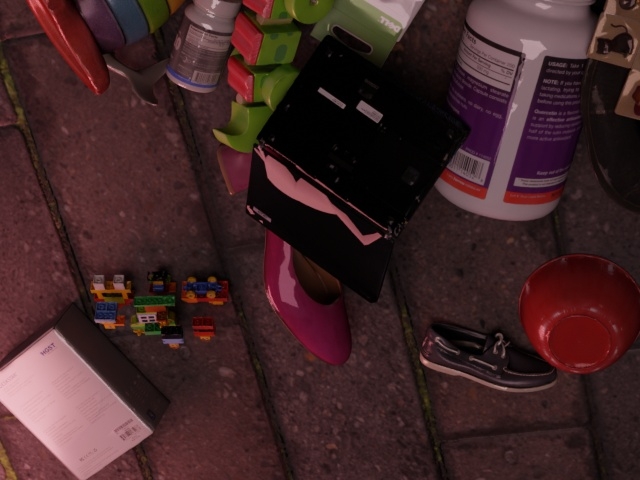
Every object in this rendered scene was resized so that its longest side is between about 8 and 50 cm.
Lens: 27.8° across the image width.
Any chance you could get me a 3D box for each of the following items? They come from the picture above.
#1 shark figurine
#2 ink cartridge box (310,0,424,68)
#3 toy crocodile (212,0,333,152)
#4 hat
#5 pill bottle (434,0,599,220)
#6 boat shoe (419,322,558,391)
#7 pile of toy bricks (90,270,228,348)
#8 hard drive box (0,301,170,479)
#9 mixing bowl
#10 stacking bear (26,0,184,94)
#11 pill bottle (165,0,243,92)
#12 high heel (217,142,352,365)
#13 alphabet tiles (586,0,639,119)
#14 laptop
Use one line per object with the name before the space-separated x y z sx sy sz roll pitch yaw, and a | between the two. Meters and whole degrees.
shark figurine | -0.327 -0.304 1.780 0.166 0.116 0.278 -15 109 21
ink cartridge box | 0.086 -0.335 1.695 0.109 0.062 0.209 31 119 -3
toy crocodile | -0.068 -0.277 1.702 0.115 0.105 0.341 45 131 40
hat | 0.469 -0.191 1.629 0.331 0.134 0.331 0 112 1
pill bottle | 0.257 -0.199 1.655 0.181 0.181 0.323 15 117 5
boat shoe | 0.248 0.168 1.895 0.206 0.075 0.065 11 120 13
pile of toy bricks | -0.245 0.118 1.980 0.212 0.118 0.105 0 148 3
hard drive box | -0.390 0.245 2.071 0.181 0.089 0.232 -36 104 25
mixing bowl | 0.368 0.122 1.831 0.181 0.098 0.181 6 117 11
stacking bear | -0.228 -0.351 1.671 0.289 0.164 0.175 -35 127 -11
pill bottle | -0.157 -0.279 1.770 0.078 0.078 0.137 23 118 1
high heel | 0.000 0.000 1.835 0.181 0.127 0.377 -18 107 31
alphabet tiles | 0.503 -0.255 1.526 0.342 0.011 0.285 14 112 -6
laptop | 0.041 -0.090 1.706 0.234 0.136 0.264 35 94 16
